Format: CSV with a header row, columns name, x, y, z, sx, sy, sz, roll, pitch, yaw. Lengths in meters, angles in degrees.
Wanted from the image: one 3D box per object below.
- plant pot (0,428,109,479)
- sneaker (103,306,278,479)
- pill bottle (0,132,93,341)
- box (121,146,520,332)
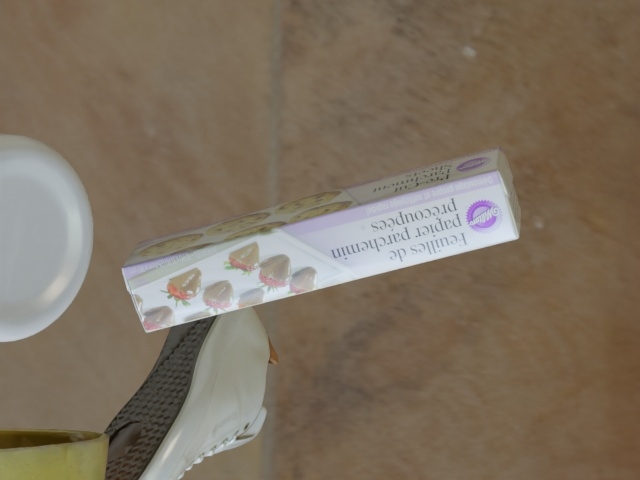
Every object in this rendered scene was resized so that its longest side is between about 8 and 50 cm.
name,x,y,z,sx,sy,sz,roll,pitch,yaw
plant pot,-0.129,0.106,0.540,0.134,0.134,0.095,-2,87,30
sneaker,-0.108,0.169,1.664,0.106,0.123,0.290,-17,30,38
pill bottle,-0.310,-0.012,1.415,0.264,0.153,0.153,7,86,44
box,0.000,0.000,1.497,0.324,0.067,0.063,-14,109,14
